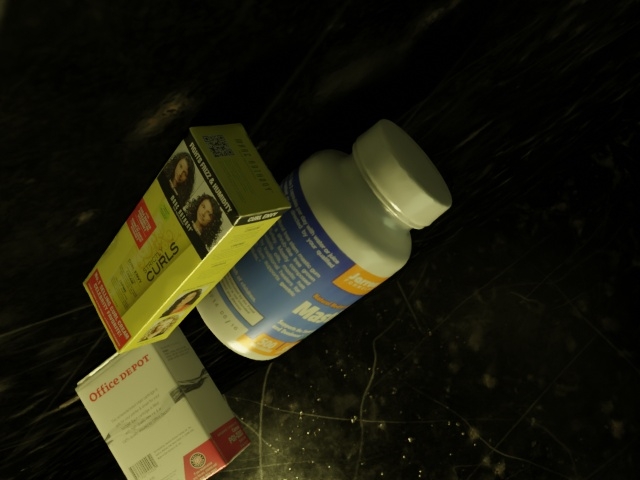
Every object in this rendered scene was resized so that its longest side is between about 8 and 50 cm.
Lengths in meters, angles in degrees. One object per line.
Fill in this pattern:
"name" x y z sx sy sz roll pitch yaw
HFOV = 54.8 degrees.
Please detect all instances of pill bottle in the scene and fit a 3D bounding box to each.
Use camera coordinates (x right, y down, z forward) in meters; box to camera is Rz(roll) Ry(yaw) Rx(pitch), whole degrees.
"pill bottle" 0.000 0.000 0.664 0.272 0.152 0.152 -38 167 24

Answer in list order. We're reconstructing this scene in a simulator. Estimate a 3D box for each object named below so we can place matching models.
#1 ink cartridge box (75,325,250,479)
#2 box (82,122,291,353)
"ink cartridge box" -0.231 0.255 0.905 0.158 0.218 0.092 -36 173 15
"box" -0.125 0.006 0.532 0.058 0.087 0.232 -16 160 -48
